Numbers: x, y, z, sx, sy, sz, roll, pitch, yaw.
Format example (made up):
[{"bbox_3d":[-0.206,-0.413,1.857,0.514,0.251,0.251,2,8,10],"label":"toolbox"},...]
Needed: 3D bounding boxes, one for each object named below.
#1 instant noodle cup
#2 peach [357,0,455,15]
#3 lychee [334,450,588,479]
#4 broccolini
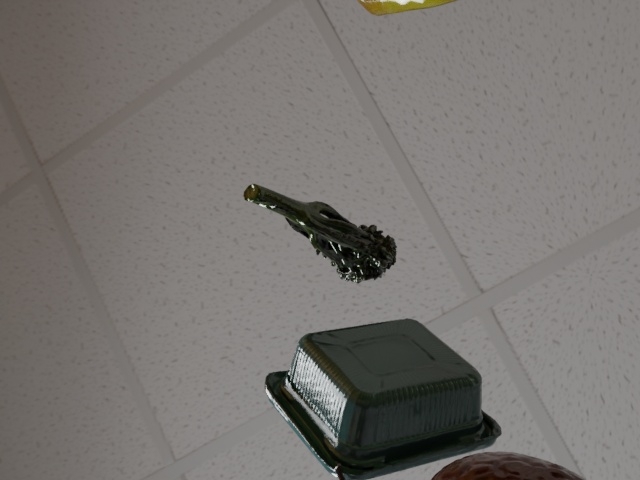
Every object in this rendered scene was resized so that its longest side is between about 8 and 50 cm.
[{"bbox_3d":[0.057,0.129,0.701,0.157,0.179,0.070,38,-54,53],"label":"instant noodle cup"},{"bbox_3d":[0.090,-0.317,0.358,0.306,0.242,0.380,-18,-142,29],"label":"peach"},{"bbox_3d":[0.081,0.152,0.377,0.101,0.114,0.140,25,-44,-20],"label":"lychee"},{"bbox_3d":[0.007,-0.019,0.804,0.091,0.202,0.068,20,-105,43],"label":"broccolini"}]
